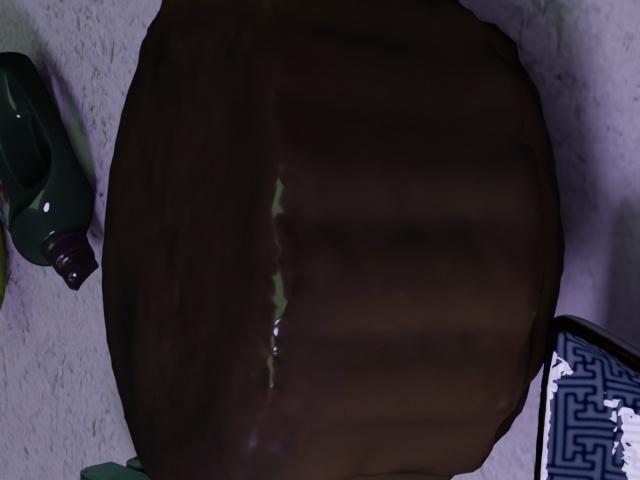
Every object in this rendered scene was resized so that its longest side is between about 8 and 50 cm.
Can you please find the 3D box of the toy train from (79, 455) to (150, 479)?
[{"bbox_3d":[-0.141,0.219,1.385,0.172,0.099,0.070,4,102,57],"label":"toy train"}]

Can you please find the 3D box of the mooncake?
[{"bbox_3d":[-0.001,0.000,0.962,0.324,0.187,0.323,-178,90,-65],"label":"mooncake"}]

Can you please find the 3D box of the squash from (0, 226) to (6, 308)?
[{"bbox_3d":[-0.380,-0.008,1.656,0.132,0.133,0.247,-20,85,58],"label":"squash"}]

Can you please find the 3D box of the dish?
[{"bbox_3d":[0.209,0.150,0.822,0.243,0.080,0.181,31,126,53],"label":"dish"}]

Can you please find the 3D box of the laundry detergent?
[{"bbox_3d":[-0.253,-0.055,1.481,0.221,0.078,0.144,56,139,31],"label":"laundry detergent"}]
